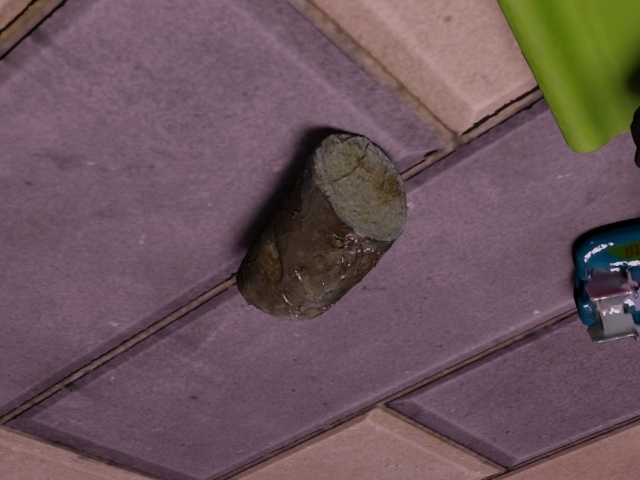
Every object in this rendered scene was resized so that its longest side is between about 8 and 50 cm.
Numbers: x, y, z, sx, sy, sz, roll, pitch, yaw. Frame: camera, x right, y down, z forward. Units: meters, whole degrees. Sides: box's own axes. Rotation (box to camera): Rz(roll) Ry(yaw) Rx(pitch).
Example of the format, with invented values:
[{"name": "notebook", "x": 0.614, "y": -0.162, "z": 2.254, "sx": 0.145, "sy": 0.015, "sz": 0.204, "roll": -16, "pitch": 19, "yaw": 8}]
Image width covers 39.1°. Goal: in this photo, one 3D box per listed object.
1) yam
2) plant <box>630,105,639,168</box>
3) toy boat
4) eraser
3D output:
[{"name": "yam", "x": 0.000, "y": 0.000, "z": 0.800, "sx": 0.107, "sy": 0.107, "sz": 0.183, "roll": 14, "pitch": 139, "yaw": -25}, {"name": "plant", "x": 0.322, "y": -0.074, "z": 0.553, "sx": 0.178, "sy": 0.204, "sz": 0.234, "roll": 2, "pitch": 153, "yaw": -32}, {"name": "toy boat", "x": 0.411, "y": 0.036, "z": 0.904, "sx": 0.298, "sy": 0.092, "sz": 0.134, "roll": -11, "pitch": 125, "yaw": 5}, {"name": "eraser", "x": 0.216, "y": -0.194, "z": 0.598, "sx": 0.210, "sy": 0.092, "sz": 0.274, "roll": -25, "pitch": 141, "yaw": 20}]
